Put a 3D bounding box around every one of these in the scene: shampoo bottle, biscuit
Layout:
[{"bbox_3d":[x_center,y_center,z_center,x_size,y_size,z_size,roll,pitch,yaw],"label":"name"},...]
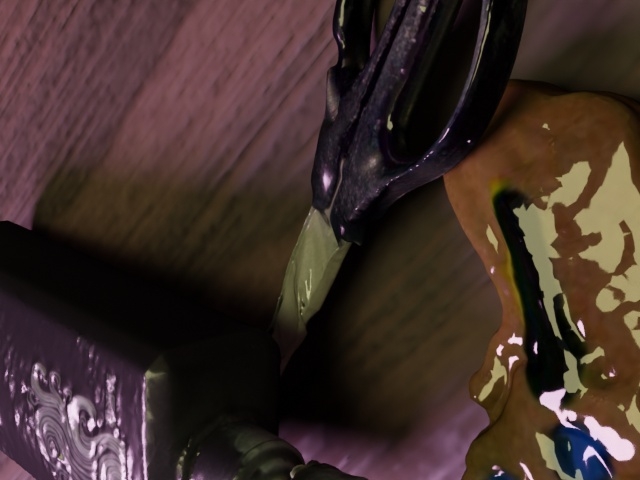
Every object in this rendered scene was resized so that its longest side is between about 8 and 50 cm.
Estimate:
[{"bbox_3d":[-0.085,0.067,0.505,0.309,0.071,0.098,17,107,48],"label":"shampoo bottle"},{"bbox_3d":[0.107,0.099,0.378,0.183,0.047,0.320,-13,87,40],"label":"biscuit"}]

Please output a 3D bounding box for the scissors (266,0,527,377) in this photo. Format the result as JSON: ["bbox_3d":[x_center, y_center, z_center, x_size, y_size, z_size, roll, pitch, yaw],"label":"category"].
[{"bbox_3d":[0.000,0.000,0.460,0.300,0.022,0.109,-65,32,33],"label":"scissors"}]
